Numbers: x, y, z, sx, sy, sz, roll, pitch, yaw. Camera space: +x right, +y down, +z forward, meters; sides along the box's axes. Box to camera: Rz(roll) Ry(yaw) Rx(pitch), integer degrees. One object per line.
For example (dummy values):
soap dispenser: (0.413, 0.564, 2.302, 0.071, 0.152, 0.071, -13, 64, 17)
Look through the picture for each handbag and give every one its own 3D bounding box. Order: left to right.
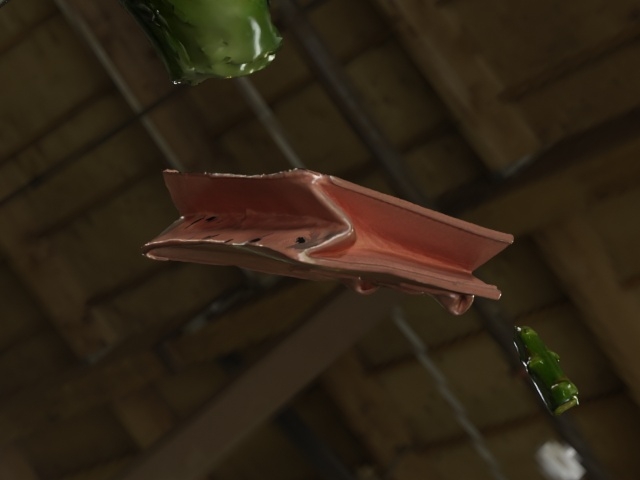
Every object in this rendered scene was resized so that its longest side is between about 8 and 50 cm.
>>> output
handbag: (0.000, 0.000, 1.204, 0.212, 0.157, 0.059, 4, -100, 60)

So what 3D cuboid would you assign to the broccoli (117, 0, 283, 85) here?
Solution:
broccoli: (-0.092, -0.158, 0.731, 0.177, 0.198, 0.275, -24, -69, 10)

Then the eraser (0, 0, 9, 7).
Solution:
eraser: (-0.348, -0.098, 1.341, 0.404, 0.098, 0.096, -37, -98, 29)

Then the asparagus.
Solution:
asparagus: (0.155, 0.089, 1.371, 0.021, 0.025, 0.108, 52, 6, -30)
